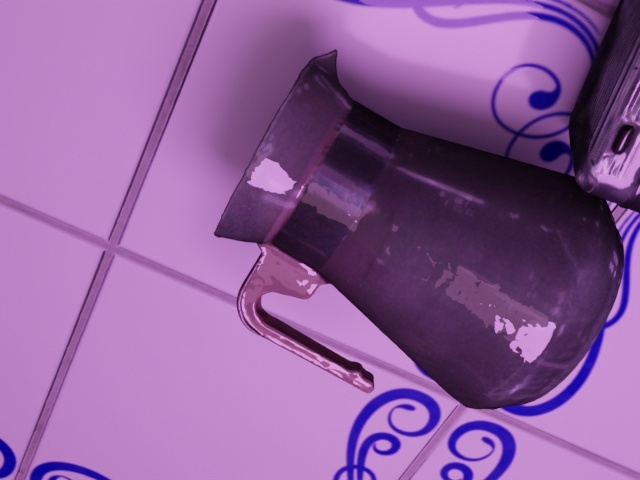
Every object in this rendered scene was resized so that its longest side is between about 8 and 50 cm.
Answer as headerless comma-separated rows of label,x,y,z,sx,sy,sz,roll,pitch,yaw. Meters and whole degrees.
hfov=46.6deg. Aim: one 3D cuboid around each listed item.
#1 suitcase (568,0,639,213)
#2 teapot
suitcase,0.324,-0.181,0.635,0.128,0.202,0.312,19,121,6
teapot,0.080,0.010,0.742,0.344,0.253,0.300,30,105,-4
